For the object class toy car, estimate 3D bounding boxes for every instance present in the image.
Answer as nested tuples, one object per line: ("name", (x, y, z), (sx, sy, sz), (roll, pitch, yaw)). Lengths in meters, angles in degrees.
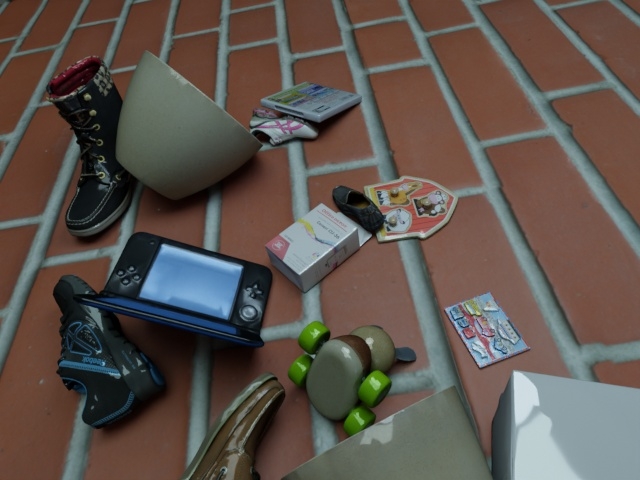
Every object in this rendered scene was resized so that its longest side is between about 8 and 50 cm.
("toy car", (0.071, 0.201, 0.807), (0.155, 0.149, 0.188), (36, 35, 29))

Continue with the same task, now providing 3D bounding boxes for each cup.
("cup", (-0.338, -0.238, 1.137), (0.237, 0.331, 0.331), (-51, 55, 2))

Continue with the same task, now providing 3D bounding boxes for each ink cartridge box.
("ink cartridge box", (0.000, 0.000, 1.002), (0.198, 0.067, 0.115), (-38, 53, -21))

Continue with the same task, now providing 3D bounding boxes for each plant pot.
("plant pot", (0.122, 0.361, 0.580), (0.256, 0.256, 0.274), (-24, 65, -10))

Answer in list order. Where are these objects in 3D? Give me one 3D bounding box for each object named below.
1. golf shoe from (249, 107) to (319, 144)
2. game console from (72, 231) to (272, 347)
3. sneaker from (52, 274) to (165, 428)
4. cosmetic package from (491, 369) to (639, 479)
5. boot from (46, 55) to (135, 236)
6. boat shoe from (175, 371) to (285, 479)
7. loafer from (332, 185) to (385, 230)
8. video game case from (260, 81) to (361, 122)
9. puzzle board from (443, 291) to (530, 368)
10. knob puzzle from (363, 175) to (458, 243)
("golf shoe", (-0.097, -0.289, 1.278), (0.186, 0.067, 0.086), (14, 95, 8))
("game console", (-0.229, 0.075, 0.848), (0.293, 0.173, 0.250), (17, 50, -9))
("sneaker", (-0.430, 0.187, 0.885), (0.139, 0.125, 0.341), (-39, 53, -20))
("cosmetic package", (0.411, 0.291, 0.596), (0.365, 0.197, 0.155), (3, 52, 15))
("boot", (-0.545, -0.226, 1.149), (0.138, 0.284, 0.377), (4, 50, 14))
("boat shoe", (-0.136, 0.347, 0.717), (0.104, 0.111, 0.307), (28, 70, 25))
("loafer", (0.077, -0.088, 1.056), (0.062, 0.061, 0.170), (-38, 42, -13))
("video game case", (-0.022, -0.381, 1.319), (0.193, 0.023, 0.212), (23, 40, 26))
("puzzle board", (0.292, 0.153, 0.855), (0.096, 0.011, 0.128), (-19, 50, -6))
("knob puzzle", (0.204, -0.082, 1.059), (0.213, 0.030, 0.213), (-5, 49, 6))
